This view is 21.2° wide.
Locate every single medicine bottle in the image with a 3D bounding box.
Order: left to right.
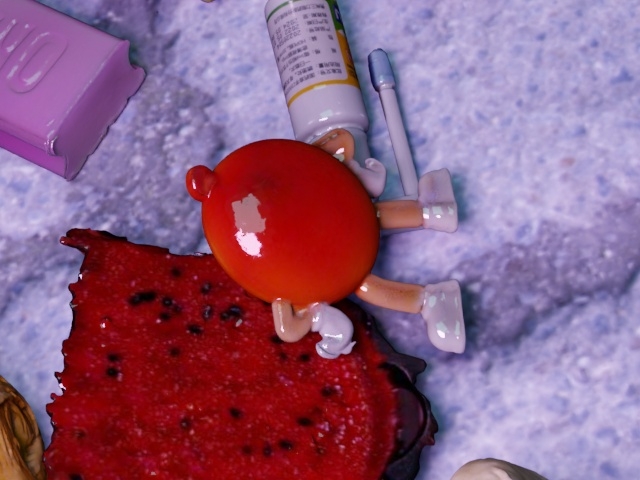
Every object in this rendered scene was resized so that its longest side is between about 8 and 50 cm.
[{"bbox_3d":[0.022,-0.100,1.359,0.092,0.061,0.220,-10,67,-10],"label":"medicine bottle"}]

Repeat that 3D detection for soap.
[{"bbox_3d":[-0.263,-0.145,1.444,0.203,0.065,0.122,25,70,23],"label":"soap"}]

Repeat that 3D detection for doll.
[{"bbox_3d":[0.000,0.000,1.243,0.217,0.085,0.183,11,59,-20],"label":"doll"}]

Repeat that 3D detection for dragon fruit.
[{"bbox_3d":[-0.060,0.149,1.203,0.282,0.100,0.343,5,47,-3],"label":"dragon fruit"}]

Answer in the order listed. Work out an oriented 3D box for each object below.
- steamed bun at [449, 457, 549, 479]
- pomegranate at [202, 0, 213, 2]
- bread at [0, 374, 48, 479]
[{"bbox_3d":[0.125,0.240,1.103,0.155,0.172,0.141,-53,52,3],"label":"steamed bun"},{"bbox_3d":[-0.159,-0.285,1.449,0.210,0.180,0.180,44,76,-2],"label":"pomegranate"},{"bbox_3d":[-0.258,0.191,1.181,0.120,0.198,0.236,-17,60,10],"label":"bread"}]
